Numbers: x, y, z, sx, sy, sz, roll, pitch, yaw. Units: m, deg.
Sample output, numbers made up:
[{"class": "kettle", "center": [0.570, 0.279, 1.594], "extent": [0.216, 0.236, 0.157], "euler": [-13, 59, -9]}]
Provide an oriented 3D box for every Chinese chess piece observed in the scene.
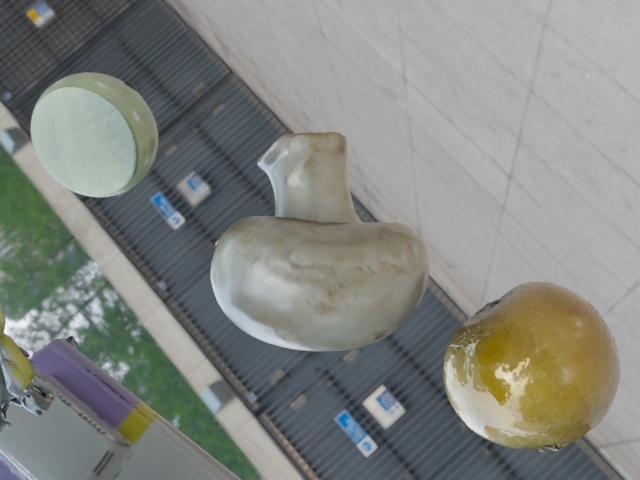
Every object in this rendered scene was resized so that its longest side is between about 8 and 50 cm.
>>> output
[{"class": "Chinese chess piece", "center": [-0.257, -0.120, 0.889], "extent": [0.144, 0.144, 0.058], "euler": [49, -151, -12]}]

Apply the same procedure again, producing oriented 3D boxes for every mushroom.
[{"class": "mushroom", "center": [0.000, 0.000, 1.044], "extent": [0.297, 0.298, 0.290], "euler": [-163, 73, -83]}]

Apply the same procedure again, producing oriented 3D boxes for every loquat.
[{"class": "loquat", "center": [0.314, 0.191, 1.178], "extent": [0.263, 0.263, 0.263], "euler": [48, 176, 4]}]

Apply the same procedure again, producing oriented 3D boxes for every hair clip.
[{"class": "hair clip", "center": [-0.213, 0.036, 0.453], "extent": [0.116, 0.049, 0.172], "euler": [16, 131, 52]}]

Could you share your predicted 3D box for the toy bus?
[{"class": "toy bus", "center": [-0.221, 0.316, 0.925], "extent": [0.440, 0.209, 0.249], "euler": [31, 160, 26]}]
